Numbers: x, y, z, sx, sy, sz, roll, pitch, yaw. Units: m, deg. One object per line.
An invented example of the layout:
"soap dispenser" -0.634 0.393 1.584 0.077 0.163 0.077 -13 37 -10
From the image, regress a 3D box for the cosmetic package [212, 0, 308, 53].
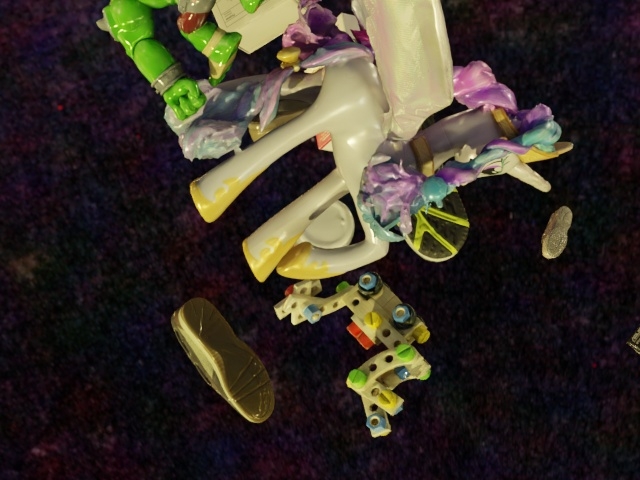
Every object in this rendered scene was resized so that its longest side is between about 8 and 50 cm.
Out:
"cosmetic package" -0.159 -0.547 1.711 0.160 0.113 0.309 -27 77 17

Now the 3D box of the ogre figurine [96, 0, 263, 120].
"ogre figurine" -0.110 -0.219 0.757 0.118 0.197 0.097 32 29 -5

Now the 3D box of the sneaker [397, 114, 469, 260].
"sneaker" 0.145 -0.137 1.548 0.145 0.147 0.385 -13 77 -3

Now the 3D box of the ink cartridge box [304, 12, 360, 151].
"ink cartridge box" 0.058 -0.329 1.834 0.100 0.172 0.237 5 63 -33

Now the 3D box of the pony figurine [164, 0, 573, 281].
"pony figurine" 0.038 -0.138 0.860 0.363 0.351 0.303 -23 25 8

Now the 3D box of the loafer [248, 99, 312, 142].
"loafer" -0.053 -0.165 1.242 0.056 0.050 0.148 20 29 33

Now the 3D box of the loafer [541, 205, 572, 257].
"loafer" 0.459 -0.012 1.711 0.045 0.039 0.125 38 59 -15

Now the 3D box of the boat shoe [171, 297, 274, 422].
"boat shoe" -0.156 0.191 1.377 0.080 0.223 0.073 -40 10 -37

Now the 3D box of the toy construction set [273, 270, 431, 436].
"toy construction set" 0.075 0.181 1.624 0.215 0.151 0.328 -45 68 -1

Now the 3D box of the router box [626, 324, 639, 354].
"router box" 0.415 0.094 0.986 0.122 0.092 0.038 -53 33 1

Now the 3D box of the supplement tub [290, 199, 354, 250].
"supplement tub" 0.000 0.000 1.677 0.117 0.190 0.117 1 69 -4
